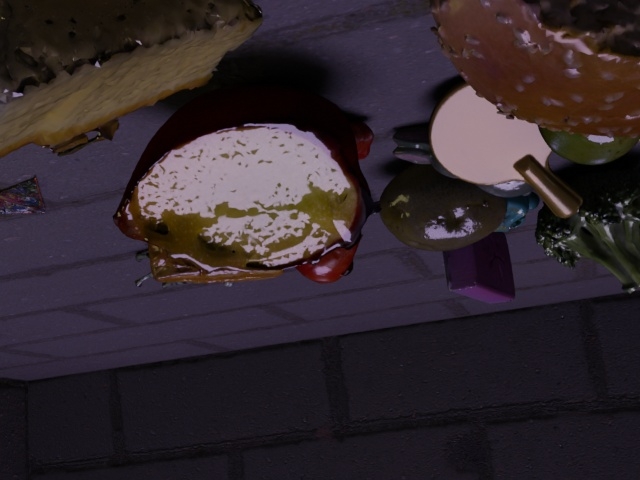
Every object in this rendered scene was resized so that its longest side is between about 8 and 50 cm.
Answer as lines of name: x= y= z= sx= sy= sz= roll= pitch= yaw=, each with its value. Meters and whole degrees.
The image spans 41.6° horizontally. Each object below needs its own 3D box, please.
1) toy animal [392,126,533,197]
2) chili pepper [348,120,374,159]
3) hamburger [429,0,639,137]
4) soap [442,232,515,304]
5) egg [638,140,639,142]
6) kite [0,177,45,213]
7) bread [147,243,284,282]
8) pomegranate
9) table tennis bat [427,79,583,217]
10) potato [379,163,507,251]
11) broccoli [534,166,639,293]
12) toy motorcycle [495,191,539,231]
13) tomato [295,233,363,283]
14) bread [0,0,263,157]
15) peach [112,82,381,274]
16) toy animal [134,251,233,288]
toy animal: x=0.248 y=-0.141 z=1.402 sx=0.252 sy=0.127 sz=0.125 roll=1 pitch=166 yaw=-10
chili pepper: x=0.032 y=-0.165 z=1.334 sx=0.123 sy=0.070 sz=0.073 roll=13 pitch=139 yaw=-45
hamburger: x=0.275 y=-0.233 z=0.840 sx=0.446 sy=0.268 sz=0.287 roll=-1 pitch=168 yaw=-21
soap: x=0.377 y=0.047 z=2.017 sx=0.081 sy=0.181 sz=0.259 roll=-15 pitch=161 yaw=29
egg: x=0.520 y=-0.203 z=1.285 sx=0.140 sy=0.118 sz=0.116 roll=-29 pitch=137 yaw=36
kite: x=-0.569 y=-0.076 z=1.535 sx=0.232 sy=0.009 sz=0.189 roll=-15 pitch=161 yaw=27
bread: x=-0.218 y=0.022 z=1.792 sx=0.295 sy=0.132 sz=0.167 roll=-5 pitch=165 yaw=-8
pomegranate: x=0.356 y=-0.190 z=1.161 sx=0.211 sy=0.179 sz=0.179 roll=-8 pitch=164 yaw=9
table tennis bat: x=0.305 y=-0.137 z=1.316 sx=0.198 sy=0.050 sz=0.321 roll=-37 pitch=122 yaw=27
potato: x=0.227 y=-0.065 z=1.568 sx=0.235 sy=0.160 sz=0.178 roll=6 pitch=156 yaw=7
broccoli: x=0.583 y=-0.040 z=1.721 sx=0.260 sy=0.235 sz=0.288 roll=26 pitch=180 yaw=13
toy motorcycle: x=0.349 y=-0.062 z=1.753 sx=0.198 sy=0.109 sz=0.297 roll=-17 pitch=162 yaw=28
tomato: x=0.000 y=0.000 z=1.724 sx=0.152 sy=0.186 sz=0.187 roll=11 pitch=161 yaw=-14
bread: x=-0.229 y=-0.165 z=0.890 sx=0.316 sy=0.278 sz=0.248 roll=17 pitch=148 yaw=-29
peach: x=-0.113 y=-0.095 z=1.207 sx=0.362 sy=0.201 sz=0.257 roll=-13 pitch=122 yaw=-1
toy animal: x=-0.326 y=0.068 z=2.020 sx=0.170 sy=0.089 sz=0.255 roll=-25 pitch=158 yaw=39
